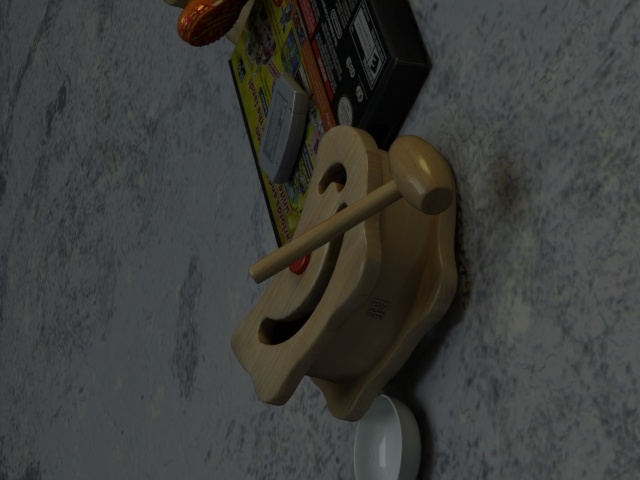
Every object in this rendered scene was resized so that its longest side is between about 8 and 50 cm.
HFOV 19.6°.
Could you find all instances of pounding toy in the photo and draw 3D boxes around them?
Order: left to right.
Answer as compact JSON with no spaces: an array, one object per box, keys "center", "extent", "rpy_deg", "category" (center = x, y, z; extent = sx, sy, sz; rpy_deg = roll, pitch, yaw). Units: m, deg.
[{"center":[0.000,0.000,1.331],"extent":[0.269,0.155,0.154],"rpy_deg":[-55,33,35],"category":"pounding toy"}]

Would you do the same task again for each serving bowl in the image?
[{"center":[0.053,0.154,1.355],"extent":[0.083,0.027,0.083],"rpy_deg":[-175,90,-67],"category":"serving bowl"}]

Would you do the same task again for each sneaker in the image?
[{"center":[-0.092,-0.229,1.643],"extent":[0.064,0.067,0.175],"rpy_deg":[-61,-1,42],"category":"sneaker"}]

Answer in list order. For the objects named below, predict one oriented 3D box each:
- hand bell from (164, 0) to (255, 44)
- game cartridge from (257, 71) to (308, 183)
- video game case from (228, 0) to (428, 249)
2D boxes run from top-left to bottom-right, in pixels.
[{"center":[-0.178,-0.259,1.723],"extent":[0.126,0.242,0.126],"rpy_deg":[-174,90,-68],"category":"hand bell"},{"center":[-0.031,-0.092,1.538],"extent":[0.056,0.017,0.083],"rpy_deg":[-121,41,-59],"category":"game cartridge"},{"center":[-0.001,-0.147,1.546],"extent":[0.248,0.035,0.275],"rpy_deg":[117,149,-41],"category":"video game case"}]
